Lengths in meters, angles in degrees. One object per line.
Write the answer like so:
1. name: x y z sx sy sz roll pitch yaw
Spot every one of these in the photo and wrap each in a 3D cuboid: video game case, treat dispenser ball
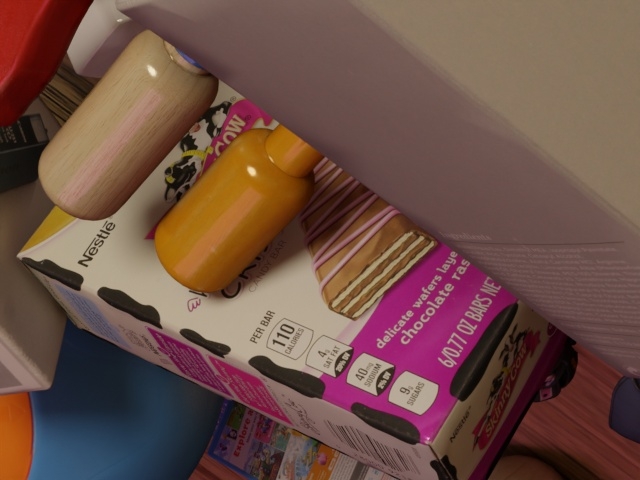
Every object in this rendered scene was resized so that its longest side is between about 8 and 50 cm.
1. video game case: 0.014 0.132 0.991 0.166 0.119 0.015 27 -170 19
2. treat dispenser ball: -0.202 0.069 0.924 0.288 0.288 0.288 29 158 13

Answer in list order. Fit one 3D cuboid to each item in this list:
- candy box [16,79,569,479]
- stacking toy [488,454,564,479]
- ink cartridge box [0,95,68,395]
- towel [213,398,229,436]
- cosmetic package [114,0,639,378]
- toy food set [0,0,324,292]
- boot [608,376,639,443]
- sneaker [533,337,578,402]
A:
1. candy box: 0.000 0.000 0.665 0.233 0.159 0.071 20 156 32
2. stacking toy: 0.222 0.285 1.006 0.330 0.141 0.141 36 160 -21
3. ink cartridge box: -0.197 -0.110 0.675 0.066 0.261 0.296 -9 142 17
4. towel: -0.070 0.130 1.202 0.243 0.040 0.336 32 158 10
5. cosmetic package: 0.074 -0.060 0.434 0.238 0.127 0.107 34 162 -32
6. toy food set: -0.087 -0.101 0.605 0.104 0.111 0.232 -44 60 33
7. boot: 0.175 0.064 0.653 0.106 0.082 0.219 21 156 26
8. sneaker: 0.106 0.048 0.761 0.077 0.072 0.178 24 167 -5
